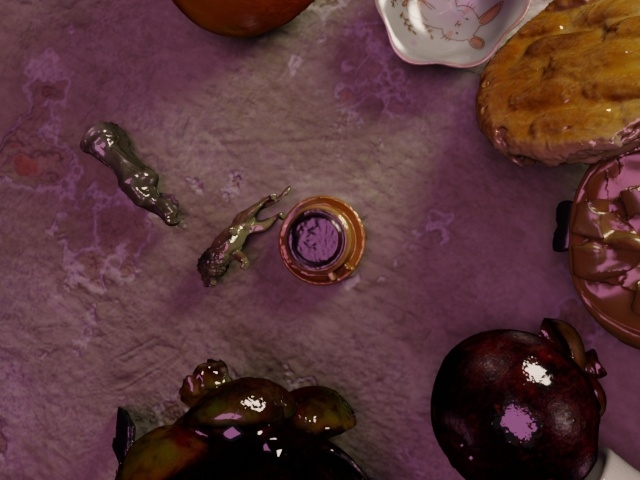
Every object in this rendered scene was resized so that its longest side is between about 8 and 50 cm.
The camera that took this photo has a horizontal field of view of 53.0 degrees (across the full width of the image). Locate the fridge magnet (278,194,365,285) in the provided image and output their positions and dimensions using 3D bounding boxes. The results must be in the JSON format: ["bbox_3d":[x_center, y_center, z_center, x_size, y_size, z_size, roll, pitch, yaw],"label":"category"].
[{"bbox_3d":[0.000,0.000,1.006,0.143,0.063,0.143,0,89,15],"label":"fridge magnet"}]

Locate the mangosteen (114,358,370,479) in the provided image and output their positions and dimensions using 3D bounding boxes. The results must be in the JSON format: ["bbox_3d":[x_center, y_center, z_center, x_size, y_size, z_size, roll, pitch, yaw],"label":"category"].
[{"bbox_3d":[-0.093,0.392,0.864,0.381,0.381,0.421,-20,42,12],"label":"mangosteen"}]

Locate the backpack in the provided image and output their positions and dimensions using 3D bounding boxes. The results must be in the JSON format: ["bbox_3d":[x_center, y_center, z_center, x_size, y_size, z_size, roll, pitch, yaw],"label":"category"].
[{"bbox_3d":[0.500,-0.014,0.805,0.378,0.201,0.353,7,88,13],"label":"backpack"}]

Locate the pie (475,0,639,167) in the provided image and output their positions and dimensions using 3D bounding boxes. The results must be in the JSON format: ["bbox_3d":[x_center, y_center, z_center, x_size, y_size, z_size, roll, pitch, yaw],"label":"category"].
[{"bbox_3d":[0.357,-0.225,0.841,0.339,0.083,0.339,-25,41,24],"label":"pie"}]

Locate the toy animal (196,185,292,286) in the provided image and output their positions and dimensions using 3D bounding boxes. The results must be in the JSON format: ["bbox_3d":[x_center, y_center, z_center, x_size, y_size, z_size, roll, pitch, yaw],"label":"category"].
[{"bbox_3d":[-0.124,-0.010,1.034,0.220,0.086,0.069,-43,116,3],"label":"toy animal"}]

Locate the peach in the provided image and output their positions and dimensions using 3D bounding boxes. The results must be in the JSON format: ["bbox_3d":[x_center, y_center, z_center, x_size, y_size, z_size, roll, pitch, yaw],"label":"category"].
[{"bbox_3d":[-0.113,-0.443,0.986,0.281,0.281,0.238,-35,35,10],"label":"peach"}]

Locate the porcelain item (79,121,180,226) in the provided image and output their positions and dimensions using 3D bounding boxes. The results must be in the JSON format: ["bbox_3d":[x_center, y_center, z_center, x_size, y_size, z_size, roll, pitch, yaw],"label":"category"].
[{"bbox_3d":[-0.314,-0.105,1.087,0.069,0.081,0.216,-44,77,8],"label":"porcelain item"}]

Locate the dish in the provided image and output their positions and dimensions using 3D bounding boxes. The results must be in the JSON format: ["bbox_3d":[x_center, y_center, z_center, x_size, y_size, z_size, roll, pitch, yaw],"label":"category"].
[{"bbox_3d":[0.196,-0.358,0.976,0.229,0.081,0.229,-1,87,11],"label":"dish"}]

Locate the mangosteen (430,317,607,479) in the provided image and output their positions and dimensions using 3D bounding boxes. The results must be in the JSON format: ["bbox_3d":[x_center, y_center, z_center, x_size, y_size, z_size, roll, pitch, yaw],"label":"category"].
[{"bbox_3d":[0.275,0.215,0.851,0.265,0.228,0.228,-25,78,-22],"label":"mangosteen"}]

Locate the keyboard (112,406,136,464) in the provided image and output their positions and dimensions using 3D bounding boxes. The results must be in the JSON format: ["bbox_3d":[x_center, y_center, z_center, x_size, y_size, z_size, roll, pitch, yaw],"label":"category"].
[{"bbox_3d":[-0.303,0.304,0.996,0.023,0.231,0.072,7,79,-20],"label":"keyboard"}]

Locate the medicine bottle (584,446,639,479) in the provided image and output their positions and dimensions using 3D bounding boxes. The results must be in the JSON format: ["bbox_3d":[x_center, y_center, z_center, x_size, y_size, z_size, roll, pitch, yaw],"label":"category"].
[{"bbox_3d":[0.440,0.451,0.779,0.371,0.211,0.211,41,96,14],"label":"medicine bottle"}]
